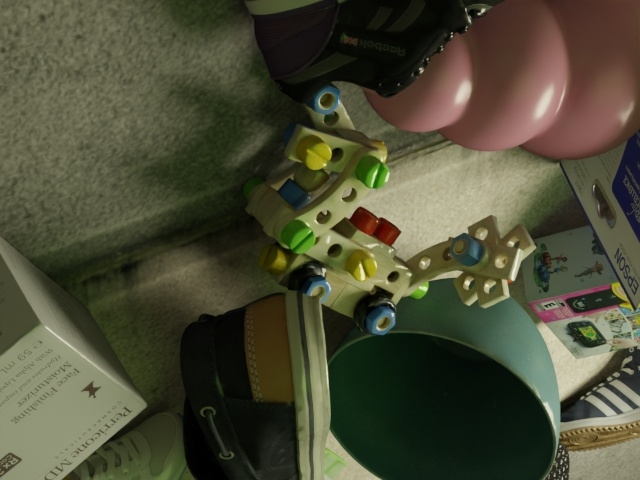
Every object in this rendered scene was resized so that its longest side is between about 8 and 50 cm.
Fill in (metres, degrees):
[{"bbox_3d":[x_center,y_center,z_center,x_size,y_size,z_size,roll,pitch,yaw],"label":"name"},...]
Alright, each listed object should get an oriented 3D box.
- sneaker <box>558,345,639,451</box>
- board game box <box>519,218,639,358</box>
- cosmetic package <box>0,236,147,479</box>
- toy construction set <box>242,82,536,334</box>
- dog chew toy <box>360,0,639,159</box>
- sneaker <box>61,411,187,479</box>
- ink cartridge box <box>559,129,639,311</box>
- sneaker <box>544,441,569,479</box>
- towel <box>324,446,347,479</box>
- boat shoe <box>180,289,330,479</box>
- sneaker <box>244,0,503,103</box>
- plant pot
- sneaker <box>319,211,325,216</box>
[{"bbox_3d":[0.488,0.249,1.883,0.282,0.153,0.099,-17,147,17],"label":"sneaker"},{"bbox_3d":[0.452,0.051,1.538,0.304,0.097,0.224,-17,148,23],"label":"board game box"},{"bbox_3d":[-0.289,0.116,1.043,0.151,0.151,0.183,-40,141,-2],"label":"cosmetic package"},{"bbox_3d":[0.057,-0.015,1.199,0.328,0.151,0.215,30,100,-25],"label":"toy construction set"},{"bbox_3d":[0.187,-0.179,1.153,0.332,0.206,0.206,-7,129,-27],"label":"dog chew toy"},{"bbox_3d":[-0.244,0.271,1.275,0.229,0.087,0.092,-39,139,-9],"label":"sneaker"},{"bbox_3d":[0.375,-0.131,1.272,0.072,0.303,0.307,1,128,-9],"label":"ink cartridge box"},{"bbox_3d":[0.309,0.353,1.826,0.235,0.097,0.084,18,76,-41],"label":"sneaker"},{"bbox_3d":[-0.040,0.343,1.562,0.152,0.023,0.113,-45,142,2],"label":"towel"},{"bbox_3d":[-0.074,0.208,1.272,0.156,0.186,0.500,-6,152,-4],"label":"boat shoe"},{"bbox_3d":[0.082,-0.196,1.009,0.283,0.107,0.124,-7,115,20],"label":"sneaker"},{"bbox_3d":[0.167,0.159,1.409,0.195,0.290,0.290,-59,160,-46],"label":"plant pot"},{"bbox_3d":[0.000,0.000,1.282,0.037,0.032,0.083,-36,130,-6],"label":"sneaker"}]
